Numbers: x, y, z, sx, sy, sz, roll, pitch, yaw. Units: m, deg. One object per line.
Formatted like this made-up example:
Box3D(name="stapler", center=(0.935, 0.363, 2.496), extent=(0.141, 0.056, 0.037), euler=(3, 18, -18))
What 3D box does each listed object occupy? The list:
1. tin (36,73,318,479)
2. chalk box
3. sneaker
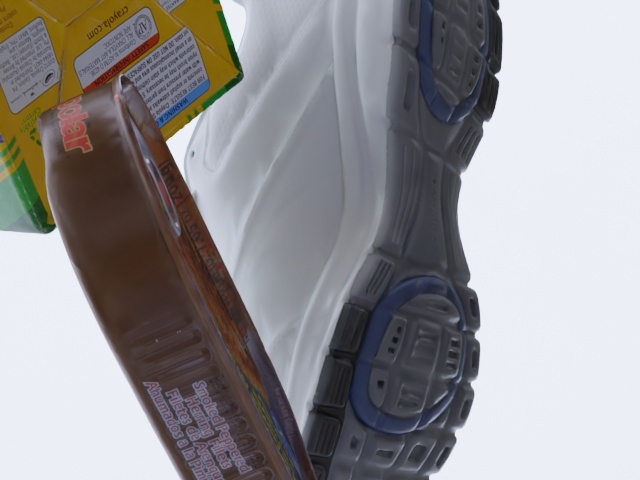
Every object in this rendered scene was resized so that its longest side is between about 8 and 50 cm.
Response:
Box3D(name="tin", center=(-0.042, 0.034, 0.634), extent=(0.040, 0.106, 0.190), euler=(-25, -57, -2))
Box3D(name="chalk box", center=(-0.164, -0.093, 0.769), extent=(0.132, 0.213, 0.132), euler=(-44, -54, -40))
Box3D(name="sneaker", center=(0.000, 0.000, 0.850), extent=(0.111, 0.129, 0.297), euler=(31, -117, -51))
